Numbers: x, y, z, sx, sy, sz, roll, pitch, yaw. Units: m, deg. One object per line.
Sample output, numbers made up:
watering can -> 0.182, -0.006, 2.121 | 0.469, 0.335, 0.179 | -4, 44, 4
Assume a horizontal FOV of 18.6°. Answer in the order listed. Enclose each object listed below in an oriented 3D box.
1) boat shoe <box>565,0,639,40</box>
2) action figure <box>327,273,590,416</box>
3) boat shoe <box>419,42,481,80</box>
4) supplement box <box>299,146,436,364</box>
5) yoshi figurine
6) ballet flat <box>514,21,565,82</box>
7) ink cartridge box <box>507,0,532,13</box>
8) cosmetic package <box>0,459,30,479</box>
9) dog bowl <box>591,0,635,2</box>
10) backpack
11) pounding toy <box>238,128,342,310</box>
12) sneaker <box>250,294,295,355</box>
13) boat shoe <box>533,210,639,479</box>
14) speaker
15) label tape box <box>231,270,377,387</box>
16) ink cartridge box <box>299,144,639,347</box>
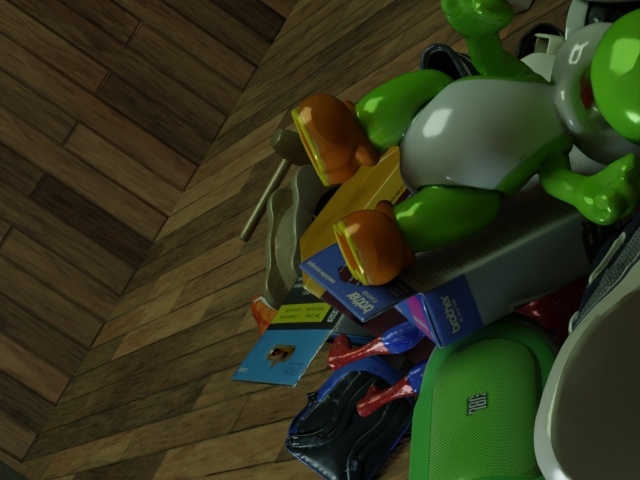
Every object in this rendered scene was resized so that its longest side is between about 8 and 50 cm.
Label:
boat shoe -> 0.318, -0.248, 1.959 | 0.091, 0.114, 0.302 | 1, 42, 20
action figure -> 0.153, 0.056, 1.745 | 0.280, 0.091, 0.139 | -24, 16, 31
boat shoe -> 0.142, -0.078, 1.966 | 0.095, 0.079, 0.255 | -11, 69, 22
supplement box -> 0.113, 0.003, 1.837 | 0.191, 0.194, 0.129 | -52, 14, 15
yoshi figurine -> 0.172, -0.099, 1.536 | 0.362, 0.204, 0.203 | -21, 37, -4
ballet flat -> 0.227, -0.156, 2.000 | 0.280, 0.095, 0.096 | -88, 6, -66
ink cartridge box -> 0.199, -0.348, 2.484 | 0.063, 0.150, 0.109 | -62, 14, -9
cosmetic package -> -0.337, 0.449, 2.071 | 0.327, 0.329, 0.393 | -56, 14, -3
dog bowl -> 0.326, -0.348, 1.878 | 0.265, 0.104, 0.265 | -21, 32, 14
backpack -> 0.033, 0.169, 1.938 | 0.120, 0.098, 0.101 | -52, 10, 19
pounding toy -> 0.000, 0.000, 2.400 | 0.155, 0.154, 0.270 | -40, 39, 49
sneaker -> -0.062, 0.110, 2.502 | 0.067, 0.064, 0.175 | -66, 11, -2
boat shoe -> 0.232, 0.076, 1.410 | 0.340, 0.127, 0.158 | -49, 2, -33
speaker -> 0.137, 0.172, 1.502 | 0.131, 0.131, 0.296 | -50, 15, 25
label tape box -> 0.061, 0.042, 2.124 | 0.334, 0.106, 0.240 | -58, 14, -12
ink cartridge box -> 0.151, -0.004, 1.639 | 0.311, 0.065, 0.186 | -24, 21, -11
